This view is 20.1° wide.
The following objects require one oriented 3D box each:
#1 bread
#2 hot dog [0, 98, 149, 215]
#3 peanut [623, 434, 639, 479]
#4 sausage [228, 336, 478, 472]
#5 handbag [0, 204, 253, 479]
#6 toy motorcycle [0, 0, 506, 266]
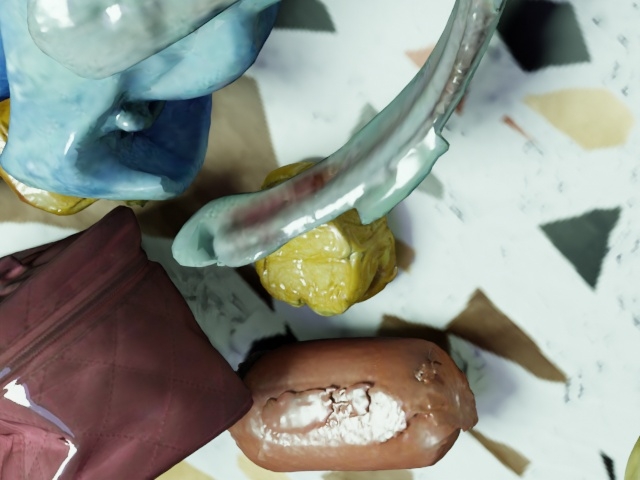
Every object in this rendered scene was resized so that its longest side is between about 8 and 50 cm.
[{"bbox_3d":[0.000,0.000,0.915,0.081,0.046,0.083,-24,107,43],"label":"bread"},{"bbox_3d":[-0.166,-0.116,0.921,0.104,0.076,0.250,-35,103,19],"label":"hot dog"},{"bbox_3d":[0.239,0.102,0.798,0.236,0.120,0.110,-22,68,43],"label":"peanut"},{"bbox_3d":[0.015,0.085,0.941,0.141,0.076,0.076,-3,117,32],"label":"sausage"},{"bbox_3d":[-0.148,0.071,0.952,0.135,0.146,0.225,56,154,-10],"label":"handbag"},{"bbox_3d":[-0.057,-0.102,0.779,0.319,0.182,0.241,-29,90,32],"label":"toy motorcycle"}]
